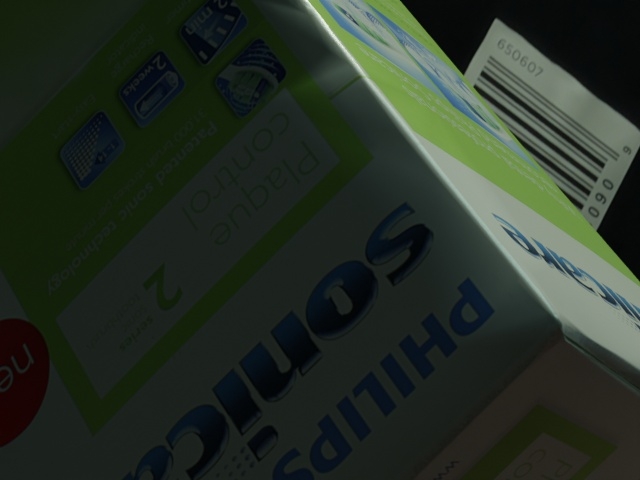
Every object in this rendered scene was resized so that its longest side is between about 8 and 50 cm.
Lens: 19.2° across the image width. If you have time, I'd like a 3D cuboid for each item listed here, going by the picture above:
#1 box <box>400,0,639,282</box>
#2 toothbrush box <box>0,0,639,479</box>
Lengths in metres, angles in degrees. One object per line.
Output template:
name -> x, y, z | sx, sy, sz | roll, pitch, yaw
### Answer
box -> 0.000, 0.000, 1.247 | 0.297, 0.480, 0.471 | 35, -18, -19
toothbrush box -> -0.057, 0.014, 0.489 | 0.122, 0.206, 0.283 | 29, 20, -50
